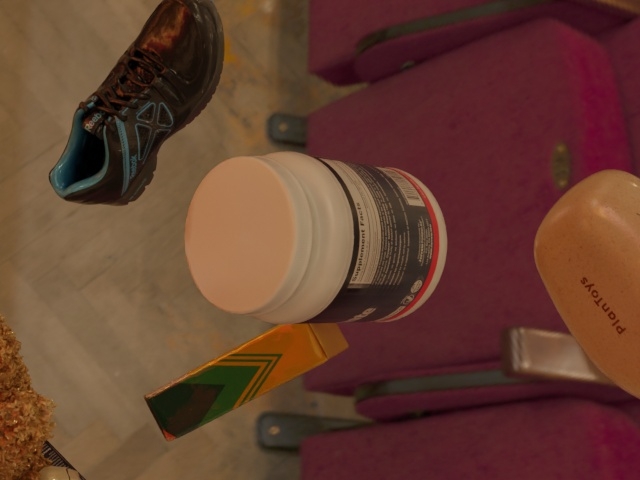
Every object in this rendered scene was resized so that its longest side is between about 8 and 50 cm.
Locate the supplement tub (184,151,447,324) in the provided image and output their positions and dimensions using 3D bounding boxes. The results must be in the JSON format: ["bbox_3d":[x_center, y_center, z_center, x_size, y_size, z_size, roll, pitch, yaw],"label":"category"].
[{"bbox_3d":[0.000,0.000,1.256,0.272,0.191,0.191,4,71,-49],"label":"supplement tub"}]

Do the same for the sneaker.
[{"bbox_3d":[-0.245,-0.183,1.480,0.125,0.341,0.139,36,20,18],"label":"sneaker"}]

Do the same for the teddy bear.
[{"bbox_3d":[-0.326,0.168,1.108,0.113,0.245,0.338,-17,67,-38],"label":"teddy bear"}]

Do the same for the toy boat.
[{"bbox_3d":[0.371,0.022,1.079,0.148,0.318,0.267,-20,74,-37],"label":"toy boat"}]

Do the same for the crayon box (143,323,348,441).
[{"bbox_3d":[-0.082,0.183,1.639,0.318,0.202,0.081,-29,84,9],"label":"crayon box"}]

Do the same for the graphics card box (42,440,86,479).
[{"bbox_3d":[-0.517,0.393,1.724,0.371,0.233,0.094,44,21,1],"label":"graphics card box"}]
